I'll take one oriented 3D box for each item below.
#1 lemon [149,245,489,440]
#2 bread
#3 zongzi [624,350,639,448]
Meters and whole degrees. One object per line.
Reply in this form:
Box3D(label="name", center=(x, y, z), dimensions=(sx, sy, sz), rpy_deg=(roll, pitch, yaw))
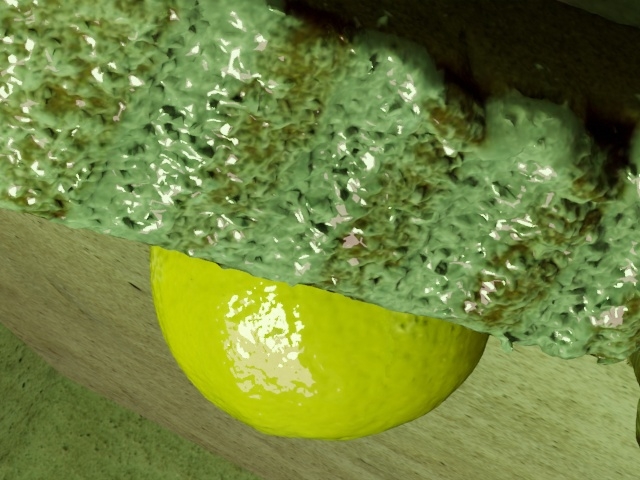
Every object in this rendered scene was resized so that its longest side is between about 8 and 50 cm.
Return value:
Box3D(label="lemon", center=(0.000, 0.000, 1.272), dimensions=(0.240, 0.240, 0.219), rpy_deg=(21, 133, 38))
Box3D(label="bread", center=(0.012, -0.058, 0.904), dimensions=(0.417, 0.113, 0.165), rpy_deg=(15, 128, -21))
Box3D(label="zongzi", center=(0.321, 0.106, 1.122), dimensions=(0.286, 0.134, 0.288), rpy_deg=(13, 180, 0))
